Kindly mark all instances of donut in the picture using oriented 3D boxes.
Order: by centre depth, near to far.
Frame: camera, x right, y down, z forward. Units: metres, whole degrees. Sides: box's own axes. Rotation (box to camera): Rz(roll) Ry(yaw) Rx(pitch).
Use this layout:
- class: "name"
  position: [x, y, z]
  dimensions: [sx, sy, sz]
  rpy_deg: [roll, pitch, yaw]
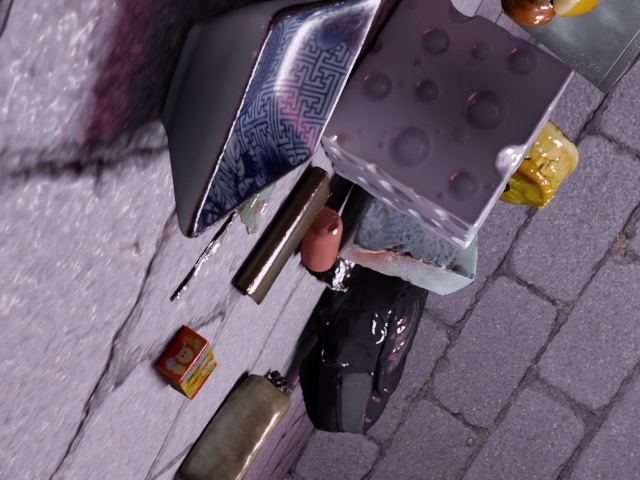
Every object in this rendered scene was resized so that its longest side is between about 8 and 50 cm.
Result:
- class: "donut"
  position: [0.357, -0.191, 1.688]
  dimensions: [0.160, 0.330, 0.330]
  rpy_deg: [-55, 169, -2]

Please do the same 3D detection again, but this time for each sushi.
- class: "sushi"
  position: [0.026, 0.042, 1.465]
  dimensions: [0.078, 0.090, 0.150]
  rpy_deg: [-56, 172, 9]

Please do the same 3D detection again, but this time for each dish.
- class: "dish"
  position: [-0.049, -0.128, 0.652]
  dimensions: [0.182, 0.080, 0.243]
  rpy_deg: [-64, 170, 29]

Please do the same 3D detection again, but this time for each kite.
- class: "kite"
  position: [-0.091, -0.032, 0.924]
  dimensions: [0.250, 0.012, 0.229]
  rpy_deg: [-55, 168, -10]

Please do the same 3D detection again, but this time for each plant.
- class: "plant"
  position: [-0.106, 0.323, 1.691]
  dimensions: [0.174, 0.087, 0.085]
  rpy_deg: [-19, 104, -69]

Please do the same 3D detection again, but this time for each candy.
- class: "candy"
  position: [-0.165, 0.156, 1.027]
  dimensions: [0.062, 0.038, 0.122]
  rpy_deg: [-55, 169, -19]
- class: "candy"
  position: [-0.153, 0.358, 1.491]
  dimensions: [0.234, 0.104, 0.102]
  rpy_deg: [-56, 174, -12]

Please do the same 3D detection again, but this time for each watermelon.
- class: "watermelon"
  position: [0.093, -0.044, 1.341]
  dimensions: [0.213, 0.320, 0.289]
  rpy_deg: [-27, -169, -39]

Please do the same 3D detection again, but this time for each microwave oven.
- class: "microwave oven"
  position: [0.619, -0.581, 1.701]
  dimensions: [0.236, 0.374, 0.432]
  rpy_deg: [-44, 169, -20]

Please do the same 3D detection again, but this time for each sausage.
- class: "sausage"
  position: [0.000, 0.000, 1.291]
  dimensions: [0.062, 0.062, 0.154]
  rpy_deg: [-54, 169, -24]

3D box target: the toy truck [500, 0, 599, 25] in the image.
- class: "toy truck"
  position: [0.350, -0.448, 1.164]
  dimensions: [0.211, 0.288, 0.204]
  rpy_deg: [-4, 140, -21]

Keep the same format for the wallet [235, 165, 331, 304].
- class: "wallet"
  position: [-0.048, -0.005, 1.137]
  dimensions: [0.198, 0.031, 0.110]
  rpy_deg: [-57, 170, -9]

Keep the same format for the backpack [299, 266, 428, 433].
- class: "backpack"
  position: [0.093, 0.259, 1.970]
  dimensions: [0.363, 0.254, 0.446]
  rpy_deg: [-39, 144, -64]

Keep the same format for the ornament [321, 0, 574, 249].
- class: "ornament"
  position: [0.166, -0.159, 1.130]
  dimensions: [0.239, 0.239, 0.240]
  rpy_deg: [-56, 170, -3]
